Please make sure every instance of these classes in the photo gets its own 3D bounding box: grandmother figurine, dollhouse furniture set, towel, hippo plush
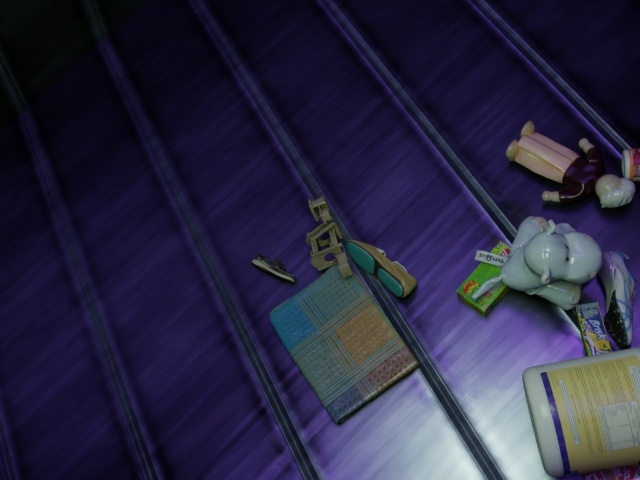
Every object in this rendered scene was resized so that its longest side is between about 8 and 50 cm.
[{"bbox_3d":[0.663,-0.184,1.910,0.342,0.104,0.208,33,91,31],"label":"grandmother figurine"},{"bbox_3d":[0.000,0.000,1.955,0.101,0.161,0.182,-22,35,6],"label":"dollhouse furniture set"},{"bbox_3d":[0.052,0.261,1.910,0.271,0.040,0.370,-35,60,-2],"label":"towel"},{"bbox_3d":[0.540,0.021,1.721,0.294,0.236,0.234,8,70,1],"label":"hippo plush"}]

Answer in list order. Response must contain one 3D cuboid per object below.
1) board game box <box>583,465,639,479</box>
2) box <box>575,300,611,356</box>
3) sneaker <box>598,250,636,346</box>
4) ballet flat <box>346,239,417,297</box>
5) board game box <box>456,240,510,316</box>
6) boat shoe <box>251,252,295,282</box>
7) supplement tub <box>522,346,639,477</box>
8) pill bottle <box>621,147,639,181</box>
[{"bbox_3d":[0.650,0.598,1.545,0.124,0.039,0.259,-12,63,13],"label":"board game box"},{"bbox_3d":[0.652,0.235,1.716,0.054,0.059,0.169,-11,61,13],"label":"box"},{"bbox_3d":[0.726,0.136,1.734,0.086,0.085,0.237,0,68,-3],"label":"sneaker"},{"bbox_3d":[0.168,0.069,1.963,0.073,0.080,0.232,-28,57,-31],"label":"ballet flat"},{"bbox_3d":[0.445,0.098,1.863,0.092,0.043,0.181,37,79,30],"label":"board game box"},{"bbox_3d":[-0.130,0.075,2.053,0.152,0.056,0.049,24,78,27],"label":"boat shoe"},{"bbox_3d":[0.624,0.364,1.553,0.331,0.241,0.241,-13,60,11],"label":"supplement tub"},{"bbox_3d":[0.861,-0.198,1.859,0.152,0.086,0.086,-3,63,16],"label":"pill bottle"}]
